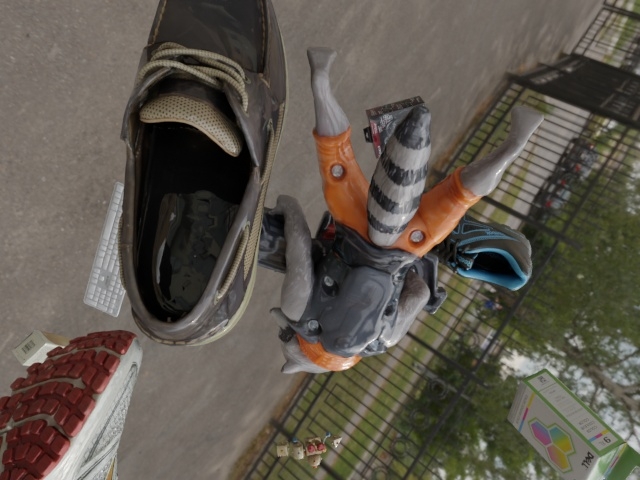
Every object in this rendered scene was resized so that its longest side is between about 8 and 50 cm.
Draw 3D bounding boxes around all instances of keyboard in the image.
[{"bbox_3d":[-0.374,0.021,0.860,0.014,0.072,0.256,-83,-164,-72],"label":"keyboard"}]

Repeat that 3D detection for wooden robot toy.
[{"bbox_3d":[-0.025,0.560,1.223,0.076,0.173,0.079,166,-81,-79],"label":"wooden robot toy"}]

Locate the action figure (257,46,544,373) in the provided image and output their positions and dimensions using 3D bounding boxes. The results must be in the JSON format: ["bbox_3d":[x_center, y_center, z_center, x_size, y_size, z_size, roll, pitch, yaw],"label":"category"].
[{"bbox_3d":[0.000,0.000,0.454,0.179,0.340,0.331,-88,-169,-59],"label":"action figure"}]

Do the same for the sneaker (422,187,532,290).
[{"bbox_3d":[0.259,-0.008,0.935,0.140,0.340,0.125,-56,163,-60],"label":"sneaker"}]

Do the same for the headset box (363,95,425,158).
[{"bbox_3d":[0.100,-0.150,0.629,0.032,0.083,0.062,-96,170,-55],"label":"headset box"}]

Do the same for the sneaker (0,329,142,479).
[{"bbox_3d":[-0.181,0.168,0.319,0.093,0.087,0.226,56,41,-49],"label":"sneaker"}]

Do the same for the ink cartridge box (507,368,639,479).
[{"bbox_3d":[0.404,0.320,0.743,0.062,0.209,0.109,-18,129,-20],"label":"ink cartridge box"}]

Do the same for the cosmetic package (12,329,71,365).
[{"bbox_3d":[-0.552,0.222,0.946,0.060,0.041,0.115,-45,163,-12],"label":"cosmetic package"}]

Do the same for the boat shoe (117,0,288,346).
[{"bbox_3d":[-0.087,-0.090,0.381,0.130,0.132,0.356,154,-63,-78],"label":"boat shoe"}]
